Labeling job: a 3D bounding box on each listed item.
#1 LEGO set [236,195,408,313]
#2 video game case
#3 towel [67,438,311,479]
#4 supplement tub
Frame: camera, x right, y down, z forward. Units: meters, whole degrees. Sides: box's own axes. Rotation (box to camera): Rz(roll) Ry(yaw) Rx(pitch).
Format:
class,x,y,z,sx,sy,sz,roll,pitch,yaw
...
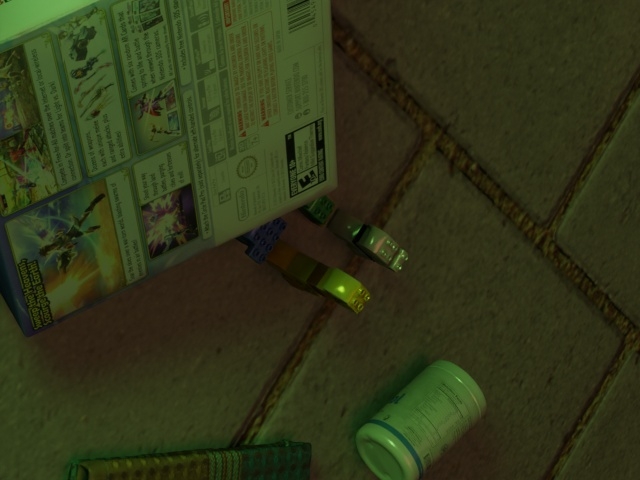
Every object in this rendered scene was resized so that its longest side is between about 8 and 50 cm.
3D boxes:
class,x,y,z,sx,sy,sz,roll,pitch,yaw
LEGO set,0.000,0.000,1.377,0.087,0.093,0.227,-57,143,-7
video game case,-0.109,-0.084,1.127,0.244,0.061,0.269,-27,146,-17
towel,-0.118,0.349,1.432,0.271,0.040,0.370,3,94,-51
supplement tub,0.090,0.165,1.601,0.107,0.071,0.071,-40,137,-28
